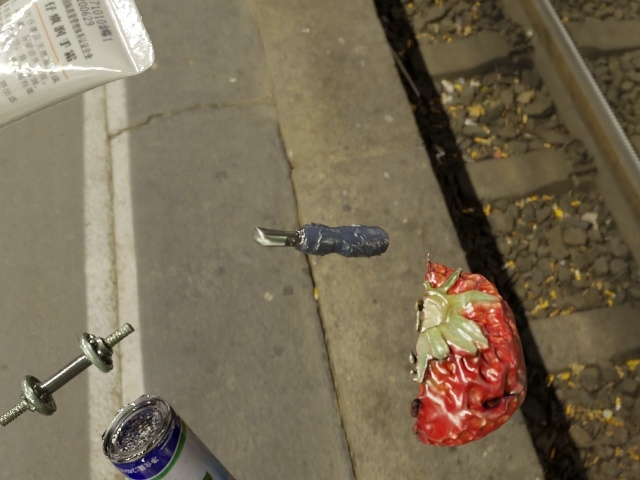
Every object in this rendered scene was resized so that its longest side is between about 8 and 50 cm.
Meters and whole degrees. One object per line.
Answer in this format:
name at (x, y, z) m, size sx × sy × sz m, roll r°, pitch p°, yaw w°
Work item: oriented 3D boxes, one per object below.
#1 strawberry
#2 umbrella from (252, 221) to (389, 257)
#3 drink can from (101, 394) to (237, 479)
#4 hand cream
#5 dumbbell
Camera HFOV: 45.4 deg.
strawberry at (0.206, 0.187, 1.051) m, size 0.150 × 0.280 × 0.253 m, roll 0°, pitch 31°, yaw 14°
umbrella at (0.003, 0.004, 1.326) m, size 0.248 × 0.071 × 0.071 m, roll -2°, pitch 52°, yaw -27°
drink can at (-0.167, 0.299, 0.955) m, size 0.097 × 0.235 × 0.097 m, roll -20°, pitch 34°, yaw 14°
hand cream at (-0.317, -0.171, 0.748) m, size 0.314 × 0.089 × 0.139 m, roll -22°, pitch 82°, yaw 13°
dumbbell at (-0.411, 0.216, 1.239) m, size 0.254 × 0.081 × 0.081 m, roll -37°, pitch 62°, yaw -8°
